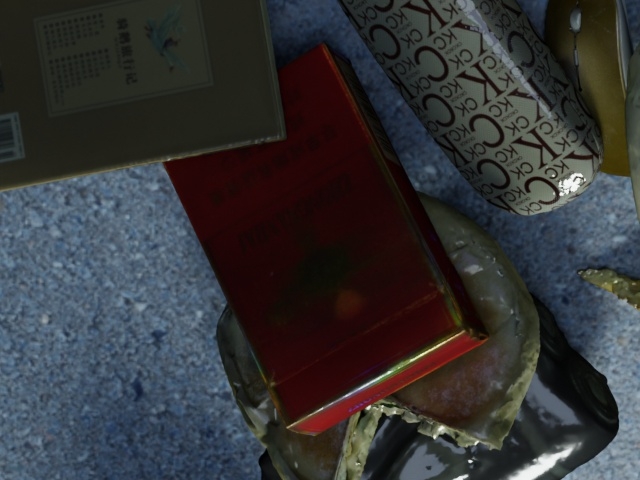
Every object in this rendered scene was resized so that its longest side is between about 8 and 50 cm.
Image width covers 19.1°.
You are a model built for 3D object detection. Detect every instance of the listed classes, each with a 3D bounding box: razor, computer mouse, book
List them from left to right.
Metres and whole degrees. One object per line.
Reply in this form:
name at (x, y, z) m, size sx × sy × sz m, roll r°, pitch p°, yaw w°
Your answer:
book at (-0.197, -0.174, 1.791) m, size 0.310 × 0.021 × 0.217 m, roll -9°, pitch 89°, yaw 13°
razor at (0.117, 0.203, 1.916) m, size 0.349 × 0.113 × 0.204 m, roll -34°, pitch 100°, yaw 14°
computer mouse at (0.261, -0.151, 1.791) m, size 0.045 × 0.102 × 0.199 m, roll -26°, pitch 113°, yaw -30°

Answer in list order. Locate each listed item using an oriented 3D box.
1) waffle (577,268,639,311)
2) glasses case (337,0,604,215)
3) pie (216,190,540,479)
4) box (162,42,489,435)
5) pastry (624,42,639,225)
waffle at (0.347, 0.081, 1.854) m, size 0.191 × 0.125 × 0.032 m, roll 20°, pitch 109°, yaw -7°
glasses case at (0.130, -0.176, 1.774) m, size 0.137 × 0.085 × 0.355 m, roll -24°, pitch 108°, yaw 41°
pie at (0.050, 0.091, 1.838) m, size 0.337 × 0.075 × 0.337 m, roll -5°, pitch 77°, yaw 23°
box at (-0.001, 0.000, 1.783) m, size 0.197 × 0.089 × 0.313 m, roll -30°, pitch 72°, yaw 13°
pastry at (0.359, -0.083, 1.725) m, size 0.133 × 0.265 × 0.265 m, roll -5°, pitch 111°, yaw 23°
